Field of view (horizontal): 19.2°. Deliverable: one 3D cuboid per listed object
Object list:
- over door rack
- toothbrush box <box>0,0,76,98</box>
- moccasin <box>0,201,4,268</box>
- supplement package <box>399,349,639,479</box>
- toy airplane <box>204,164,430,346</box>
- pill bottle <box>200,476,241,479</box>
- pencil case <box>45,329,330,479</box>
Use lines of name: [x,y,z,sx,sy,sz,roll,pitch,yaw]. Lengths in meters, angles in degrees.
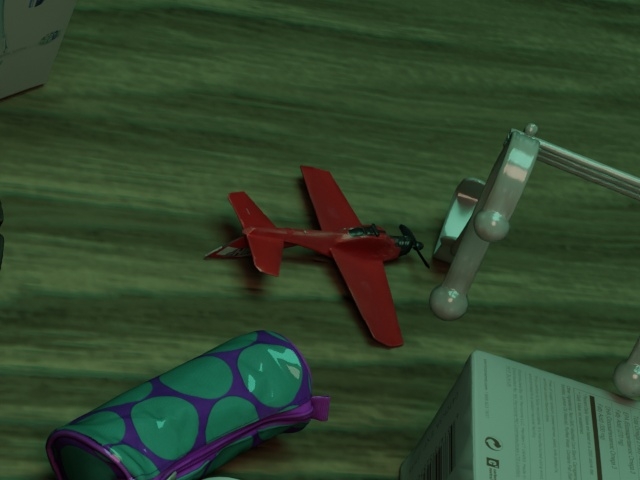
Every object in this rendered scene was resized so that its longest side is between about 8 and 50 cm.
over door rack: [0.186,0.038,1.074,0.239,0.108,0.324,22,-4,1]
toothbrush box: [-0.265,-0.162,1.048,0.126,0.216,0.295,45,43,19]
moccasin: [-0.257,0.075,0.875,0.147,0.139,0.380,30,48,-11]
supplement package: [0.144,0.152,1.027,0.179,0.105,0.105,19,38,-12]
toy airplane: [0.000,0.000,1.169,0.151,0.028,0.151,16,42,-15]
pill bottle: [-0.068,0.183,0.890,0.086,0.086,0.152,30,40,3]
pencil case: [-0.069,0.100,0.993,0.070,0.064,0.152,25,35,33]
